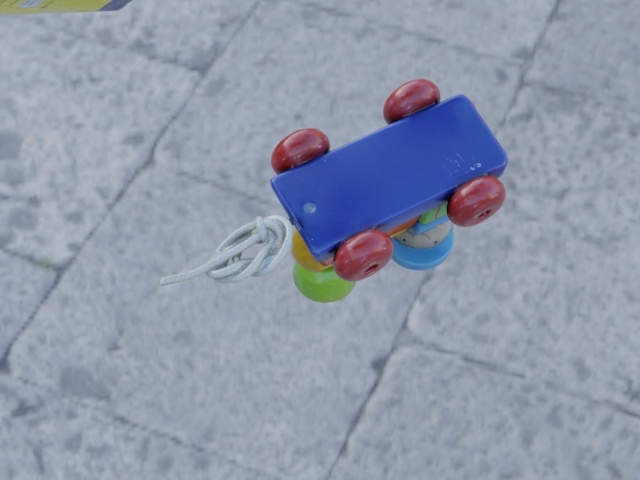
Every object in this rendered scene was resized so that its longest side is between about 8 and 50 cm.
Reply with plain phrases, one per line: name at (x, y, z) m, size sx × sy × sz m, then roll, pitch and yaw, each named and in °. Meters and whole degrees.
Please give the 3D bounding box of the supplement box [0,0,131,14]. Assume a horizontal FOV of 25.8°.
supplement box at (-0.287, -0.296, 1.097) m, size 0.357 × 0.195 × 0.194 m, roll -10°, pitch 83°, yaw -40°

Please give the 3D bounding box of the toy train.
toy train at (0.000, 0.000, 0.954) m, size 0.248 × 0.143 × 0.105 m, roll -25°, pitch 69°, yaw -16°
